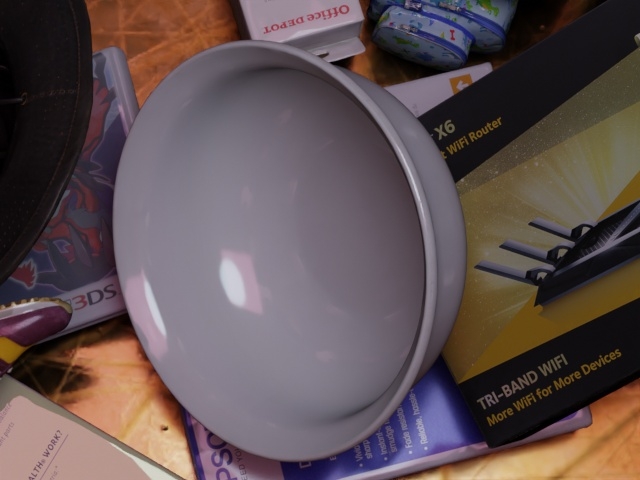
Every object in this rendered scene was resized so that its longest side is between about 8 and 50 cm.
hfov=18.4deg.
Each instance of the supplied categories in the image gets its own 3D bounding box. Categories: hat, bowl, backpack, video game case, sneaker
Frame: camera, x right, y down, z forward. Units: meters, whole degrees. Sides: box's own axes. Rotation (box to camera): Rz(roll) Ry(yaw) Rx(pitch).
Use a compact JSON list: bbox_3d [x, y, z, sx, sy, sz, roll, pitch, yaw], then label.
[{"bbox_3d":[-0.282,-0.068,1.483,0.331,0.134,0.331,-8,66,18],"label":"hat"},{"bbox_3d":[0.000,0.000,1.404,0.134,0.298,0.298,-13,75,-48],"label":"bowl"},{"bbox_3d":[0.096,-0.183,1.580,0.114,0.105,0.084,15,83,-3],"label":"backpack"},{"bbox_3d":[-0.211,-0.028,1.535,0.183,0.023,0.201,-19,77,17],"label":"video game case"},{"bbox_3d":[-0.254,0.103,1.403,0.185,0.069,0.084,-23,87,-2],"label":"sneaker"}]

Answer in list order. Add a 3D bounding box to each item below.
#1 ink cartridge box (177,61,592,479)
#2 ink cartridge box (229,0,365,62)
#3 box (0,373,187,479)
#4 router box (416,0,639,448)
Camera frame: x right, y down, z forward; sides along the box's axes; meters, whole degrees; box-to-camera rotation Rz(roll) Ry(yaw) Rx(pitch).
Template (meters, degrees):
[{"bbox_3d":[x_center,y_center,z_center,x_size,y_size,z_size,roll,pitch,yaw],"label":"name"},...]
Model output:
[{"bbox_3d":[0.025,0.039,1.547,0.307,0.072,0.304,-14,79,-3],"label":"ink cartridge box"},{"bbox_3d":[-0.026,-0.200,1.584,0.092,0.090,0.143,-16,80,-6],"label":"ink cartridge box"},{"bbox_3d":[-0.251,0.217,1.467,0.243,0.117,0.214,30,78,3],"label":"box"},{"bbox_3d":[0.206,-0.026,1.426,0.309,0.081,0.243,-32,78,21],"label":"router box"}]
